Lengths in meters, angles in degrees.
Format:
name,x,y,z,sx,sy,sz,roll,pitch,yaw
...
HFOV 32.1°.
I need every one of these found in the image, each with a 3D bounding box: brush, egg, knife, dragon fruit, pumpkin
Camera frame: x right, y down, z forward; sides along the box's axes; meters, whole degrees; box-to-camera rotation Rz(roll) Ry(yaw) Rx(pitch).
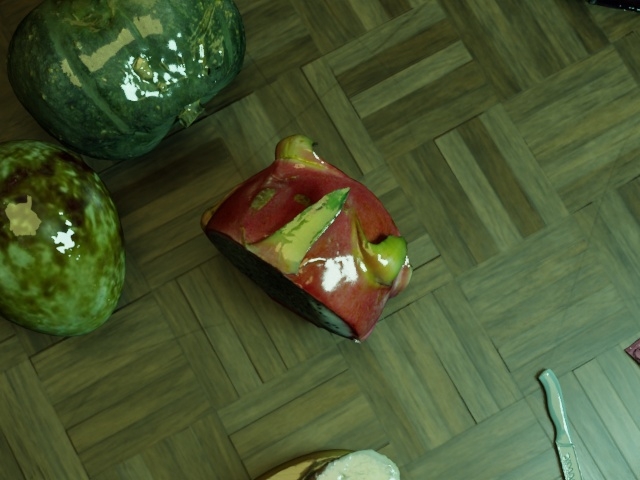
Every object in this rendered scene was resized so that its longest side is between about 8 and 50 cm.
name,x,y,z,sx,sy,sz,roll,pitch,yaw
brush,-0.015,0.371,1.488,0.266,0.166,0.174,-6,78,1
egg,-0.387,0.000,1.532,0.238,0.238,0.289,-36,92,-7
knife,0.347,0.286,1.581,0.028,0.015,0.210,-11,79,-9
dragon fruit,0.000,0.000,1.517,0.290,0.290,0.189,38,79,8
pumpkin,-0.264,-0.264,1.564,0.327,0.291,0.257,-39,96,2

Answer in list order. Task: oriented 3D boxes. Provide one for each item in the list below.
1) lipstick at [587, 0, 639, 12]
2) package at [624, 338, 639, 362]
name,x,y,z,sx,sy,sz,roll,pitch,yaw
lipstick,0.412,-0.403,1.698,0.299,0.081,0.081,12,78,1
package,0.487,0.171,1.600,0.059,0.029,0.083,-40,70,-1
